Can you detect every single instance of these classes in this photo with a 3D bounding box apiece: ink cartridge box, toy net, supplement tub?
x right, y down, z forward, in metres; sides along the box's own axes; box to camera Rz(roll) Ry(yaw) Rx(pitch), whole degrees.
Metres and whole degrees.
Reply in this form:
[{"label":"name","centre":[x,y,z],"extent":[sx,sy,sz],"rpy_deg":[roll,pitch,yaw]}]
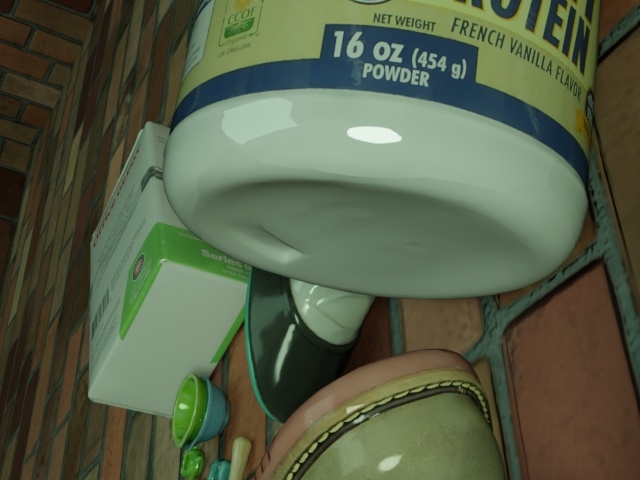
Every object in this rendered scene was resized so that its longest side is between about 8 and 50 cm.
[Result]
[{"label":"ink cartridge box","centre":[-0.173,0.026,1.033],"extent":[0.198,0.115,0.273],"rpy_deg":[-58,28,27]},{"label":"toy net","centre":[-0.100,0.223,0.830],"extent":[0.122,0.045,0.232],"rpy_deg":[-64,25,16]},{"label":"supplement tub","centre":[0.046,-0.144,0.544],"extent":[0.228,0.228,0.316],"rpy_deg":[-24,53,59]}]

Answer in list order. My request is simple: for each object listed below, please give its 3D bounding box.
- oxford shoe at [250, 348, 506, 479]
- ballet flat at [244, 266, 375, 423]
[{"label":"oxford shoe","centre":[0.041,0.197,0.387],"extent":[0.130,0.123,0.348],"rpy_deg":[-127,27,-48]},{"label":"ballet flat","centre":[0.000,0.000,0.719],"extent":[0.096,0.095,0.280],"rpy_deg":[-30,46,40]}]
